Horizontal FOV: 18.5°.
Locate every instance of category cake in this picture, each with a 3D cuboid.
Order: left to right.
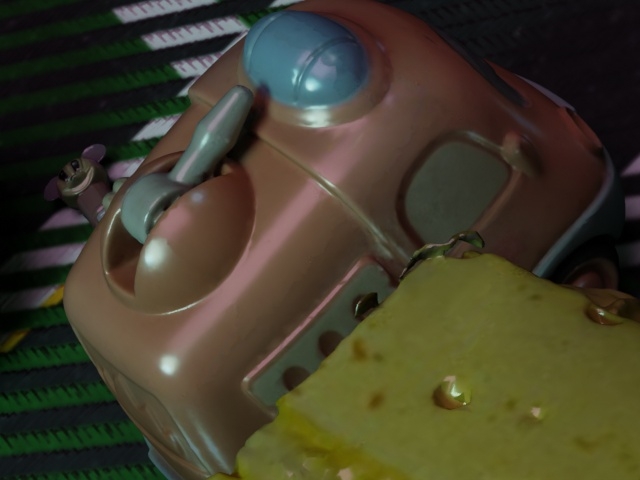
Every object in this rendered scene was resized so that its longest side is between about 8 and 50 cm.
[{"bbox_3d":[0.106,0.142,0.834,0.286,0.222,0.227,-45,47,-17],"label":"cake"}]

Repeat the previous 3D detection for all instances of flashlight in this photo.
[{"bbox_3d":[-0.138,-0.021,1.235,0.052,0.031,0.110,-41,47,0],"label":"flashlight"}]

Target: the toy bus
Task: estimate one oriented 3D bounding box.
[{"bbox_3d":[0.000,0.000,1.006,0.288,0.232,0.194,-49,45,-5],"label":"toy bus"}]
